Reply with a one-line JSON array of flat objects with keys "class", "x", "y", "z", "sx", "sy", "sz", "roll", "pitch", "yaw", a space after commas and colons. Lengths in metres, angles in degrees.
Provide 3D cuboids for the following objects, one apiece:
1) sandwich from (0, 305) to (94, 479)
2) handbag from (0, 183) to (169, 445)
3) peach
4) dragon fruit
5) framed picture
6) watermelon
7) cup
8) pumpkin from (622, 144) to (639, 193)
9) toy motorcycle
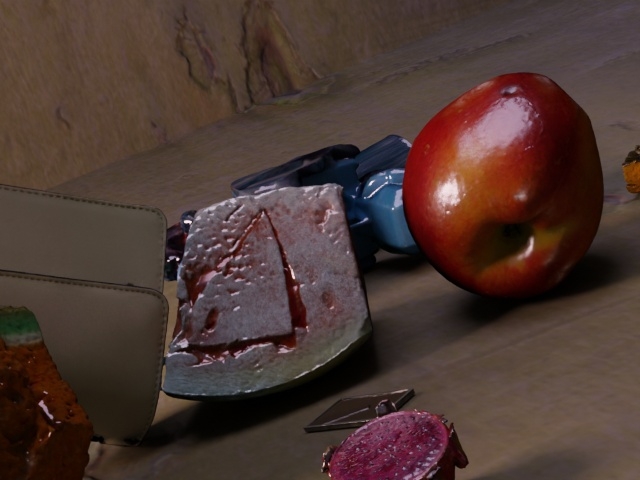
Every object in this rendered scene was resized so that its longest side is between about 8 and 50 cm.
[{"class": "sandwich", "x": -0.293, "y": 0.184, "z": 1.659, "sx": 0.212, "sy": 0.292, "sz": 0.109, "roll": 12, "pitch": 16, "yaw": 41}, {"class": "handbag", "x": -0.336, "y": 0.069, "z": 1.811, "sx": 0.359, "sy": 0.236, "sz": 0.160, "roll": 9, "pitch": -13, "yaw": -28}, {"class": "peach", "x": 0.185, "y": -0.061, "z": 1.888, "sx": 0.199, "sy": 0.243, "sz": 0.243, "roll": 9, "pitch": 10, "yaw": -7}, {"class": "dragon fruit", "x": 0.060, "y": 0.186, "z": 1.432, "sx": 0.112, "sy": 0.068, "sz": 0.126, "roll": -33, "pitch": 28, "yaw": -21}, {"class": "framed picture", "x": 0.035, "y": 0.157, "z": 1.723, "sx": 0.089, "sy": 0.006, "sz": 0.066, "roll": -11, "pitch": 15, "yaw": 38}, {"class": "watermelon", "x": -0.063, "y": 0.048, "z": 1.906, "sx": 0.213, "sy": 0.201, "sz": 0.261, "roll": -12, "pitch": 9, "yaw": 2}, {"class": "cup", "x": 0.058, "y": -0.041, "z": 2.367, "sx": 0.138, "sy": 0.150, "sz": 0.113, "roll": -28, "pitch": 48, "yaw": -25}, {"class": "pumpkin", "x": 0.384, "y": -0.089, "z": 2.126, "sx": 0.074, "sy": 0.054, "sz": 0.083, "roll": -12, "pitch": 9, "yaw": 18}, {"class": "toy motorcycle", "x": 0.000, "y": 0.000, "z": 2.156, "sx": 0.416, "sy": 0.172, "sz": 0.232, "roll": -11, "pitch": 19, "yaw": 2}]
